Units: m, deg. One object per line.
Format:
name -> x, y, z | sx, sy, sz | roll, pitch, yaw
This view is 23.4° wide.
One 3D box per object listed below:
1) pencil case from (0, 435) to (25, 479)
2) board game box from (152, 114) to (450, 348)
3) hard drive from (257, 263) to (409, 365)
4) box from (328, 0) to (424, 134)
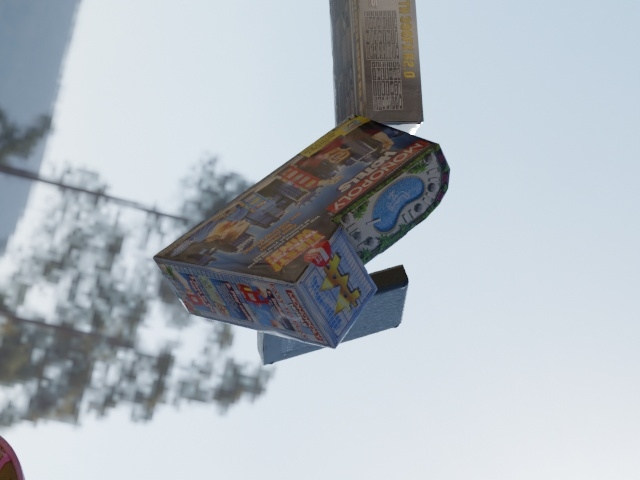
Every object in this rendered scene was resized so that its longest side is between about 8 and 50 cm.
pencil case -> -0.428, 0.293, 1.588 | 0.386, 0.167, 0.160 | -33, -118, 53
board game box -> 0.000, 0.000, 1.092 | 0.194, 0.060, 0.194 | -36, -156, -11
hard drive -> 0.011, 0.068, 1.380 | 0.094, 0.135, 0.022 | 94, -22, -61
box -> 0.050, -0.199, 1.501 | 0.183, 0.056, 0.231 | 125, -37, -75
